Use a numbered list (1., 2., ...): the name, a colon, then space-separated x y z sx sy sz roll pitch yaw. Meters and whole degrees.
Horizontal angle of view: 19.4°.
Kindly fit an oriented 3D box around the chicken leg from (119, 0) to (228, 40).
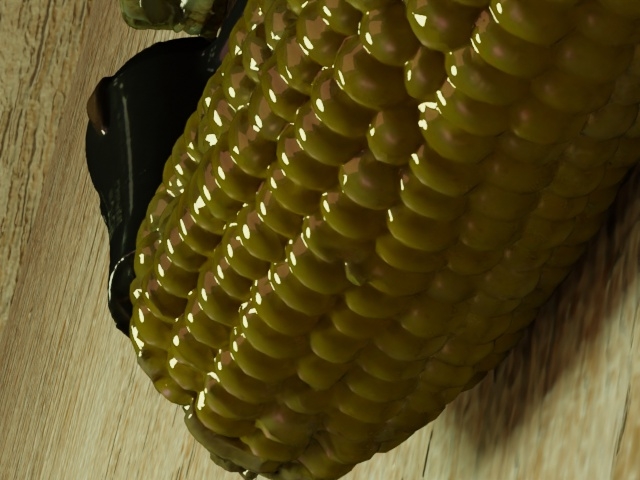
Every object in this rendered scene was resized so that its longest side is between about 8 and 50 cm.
1. chicken leg: -0.095 -0.345 1.446 0.201 0.152 0.429 30 -112 -79

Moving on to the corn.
1. corn: 0.034 -0.044 0.565 0.130 0.130 0.347 -87 21 -45

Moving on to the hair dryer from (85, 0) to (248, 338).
1. hair dryer: -0.017 -0.131 0.954 0.359 0.120 0.304 -59 9 17
